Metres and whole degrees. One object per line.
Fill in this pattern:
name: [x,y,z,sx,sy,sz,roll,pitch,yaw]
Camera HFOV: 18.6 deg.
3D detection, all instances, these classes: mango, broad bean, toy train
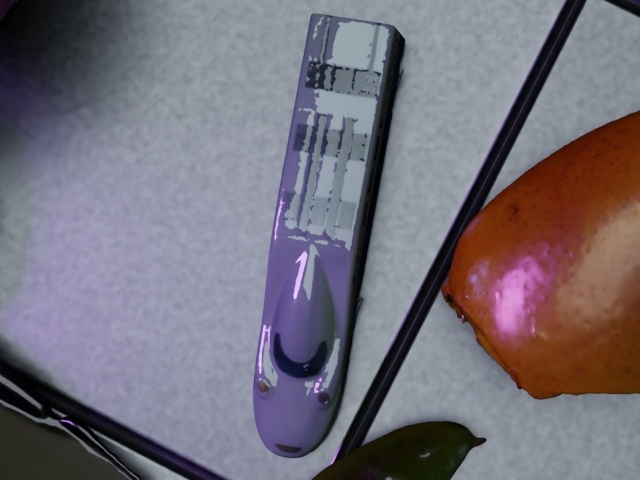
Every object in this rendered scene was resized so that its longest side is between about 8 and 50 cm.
mango: [0.188,0.005,0.982,0.252,0.126,0.153,-21,96,2]
broad bean: [-0.024,0.166,1.028,0.255,0.046,0.065,-28,58,4]
toy train: [0.000,0.000,1.035,0.052,0.051,0.233,10,87,9]

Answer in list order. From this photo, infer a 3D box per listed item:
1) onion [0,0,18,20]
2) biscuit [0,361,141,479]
onion: [-0.304,-0.175,0.952,0.358,0.345,0.358,-6,48,7]
biscuit: [-0.226,0.083,1.047,0.322,0.038,0.099,37,67,6]
